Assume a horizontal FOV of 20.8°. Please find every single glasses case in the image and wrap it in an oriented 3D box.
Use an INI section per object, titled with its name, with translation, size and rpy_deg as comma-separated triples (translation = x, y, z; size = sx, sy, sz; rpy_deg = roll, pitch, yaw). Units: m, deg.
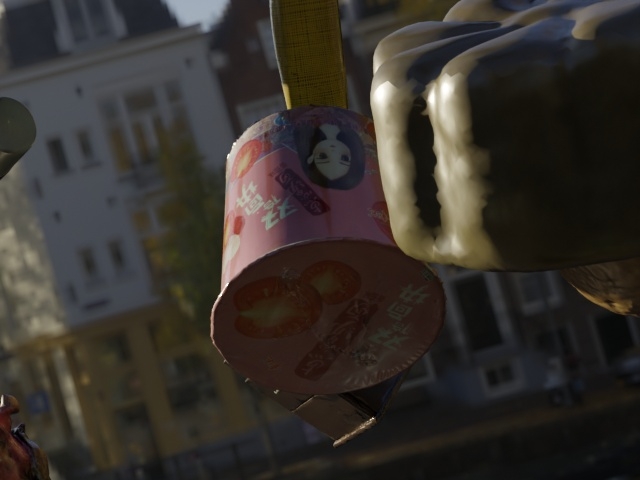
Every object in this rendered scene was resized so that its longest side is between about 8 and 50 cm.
[glasses case]
translation = -0.016, -0.249, 1.999
size = 0.079, 0.234, 0.064
rpy_deg = -5, 11, 8

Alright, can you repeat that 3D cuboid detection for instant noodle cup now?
[instant noodle cup]
translation = 0.000, 0.000, 1.839
size = 0.243, 0.231, 0.243
rpy_deg = -4, -42, -3

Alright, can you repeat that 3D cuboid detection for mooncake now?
[mooncake]
translation = 0.220, -0.125, 1.518
size = 0.378, 0.200, 0.378
rpy_deg = -12, 17, 4

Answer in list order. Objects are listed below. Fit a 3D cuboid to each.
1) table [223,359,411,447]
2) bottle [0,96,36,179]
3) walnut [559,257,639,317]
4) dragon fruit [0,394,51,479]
[table]
translation = 0.007, 0.139, 2.277
size = 0.172, 0.193, 0.169
rpy_deg = -58, 6, -26
[bottle]
translation = -0.452, -0.089, 2.218
size = 0.082, 0.082, 0.286
rpy_deg = -14, -13, -38
[walnut]
translation = 0.330, -0.031, 1.815
size = 0.228, 0.228, 0.228
rpy_deg = -16, -2, -1
[dragon fruit]
translation = -0.392, 0.246, 1.812
size = 0.211, 0.147, 0.282
rpy_deg = -22, -33, -4
